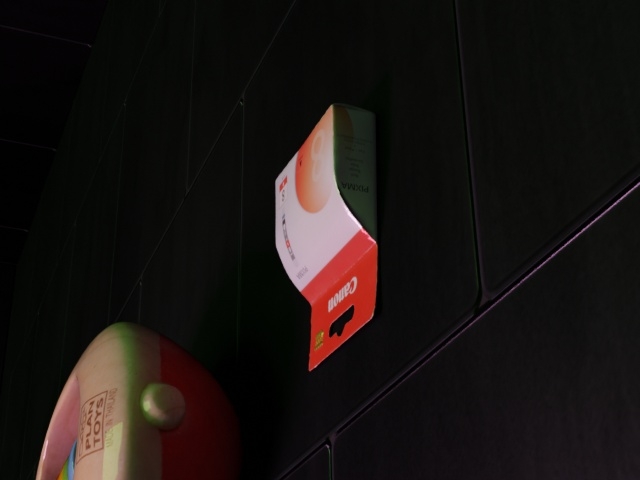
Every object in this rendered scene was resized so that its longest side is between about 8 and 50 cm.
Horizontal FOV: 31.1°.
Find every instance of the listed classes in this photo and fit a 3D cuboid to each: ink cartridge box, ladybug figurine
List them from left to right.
[{"bbox_3d":[-0.193,0.253,1.183,0.449,0.162,0.305,129,146,-56],"label":"ladybug figurine"},{"bbox_3d":[0.000,0.000,0.943,0.145,0.045,0.179,132,145,-58],"label":"ink cartridge box"}]
